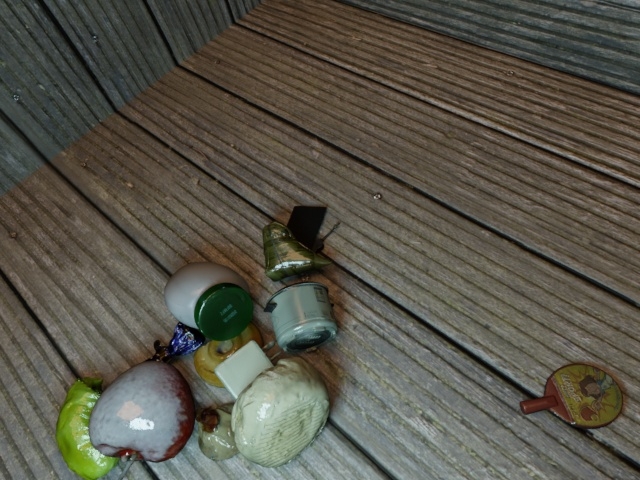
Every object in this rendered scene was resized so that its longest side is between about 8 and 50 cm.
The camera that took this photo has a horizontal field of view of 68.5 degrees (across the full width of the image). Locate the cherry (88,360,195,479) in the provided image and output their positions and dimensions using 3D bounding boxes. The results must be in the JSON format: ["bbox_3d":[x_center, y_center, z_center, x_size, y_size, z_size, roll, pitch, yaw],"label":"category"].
[{"bbox_3d":[-0.584,0.563,1.545,0.326,0.291,0.335,-6,55,-29],"label":"cherry"}]

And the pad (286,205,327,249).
[{"bbox_3d":[-0.078,-0.058,2.053,0.163,0.004,0.243,4,54,23],"label":"pad"}]

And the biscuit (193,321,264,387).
[{"bbox_3d":[-0.329,0.426,1.747,0.274,0.091,0.213,-38,55,-16],"label":"biscuit"}]

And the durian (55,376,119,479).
[{"bbox_3d":[-0.787,0.647,1.635,0.255,0.204,0.340,9,55,4],"label":"durian"}]

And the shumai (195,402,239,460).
[{"bbox_3d":[-0.339,0.632,1.592,0.201,0.120,0.201,-7,52,10],"label":"shumai"}]

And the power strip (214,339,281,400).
[{"bbox_3d":[-0.233,0.430,1.616,0.224,0.140,0.139,-37,79,-17],"label":"power strip"}]

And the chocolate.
[{"bbox_3d":[-0.601,0.448,1.781,0.343,0.126,0.148,-42,71,-2],"label":"chocolate"}]

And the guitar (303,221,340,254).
[{"bbox_3d":[0.000,0.000,2.000,0.233,0.025,0.088,-43,54,-17],"label":"guitar"}]

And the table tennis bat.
[{"bbox_3d":[0.787,0.497,1.481,0.310,0.038,0.200,-12,54,0],"label":"table tennis bat"}]

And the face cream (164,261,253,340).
[{"bbox_3d":[-0.422,0.211,1.784,0.312,0.219,0.357,-8,19,-32],"label":"face cream"}]

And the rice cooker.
[{"bbox_3d":[-0.069,0.269,1.707,0.280,0.241,0.227,3,53,-32],"label":"rice cooker"}]

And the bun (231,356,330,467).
[{"bbox_3d":[-0.137,0.532,1.489,0.359,0.360,0.211,-42,50,-16],"label":"bun"}]

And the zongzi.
[{"bbox_3d":[-0.101,0.019,1.921,0.274,0.125,0.251,-15,67,12],"label":"zongzi"}]
